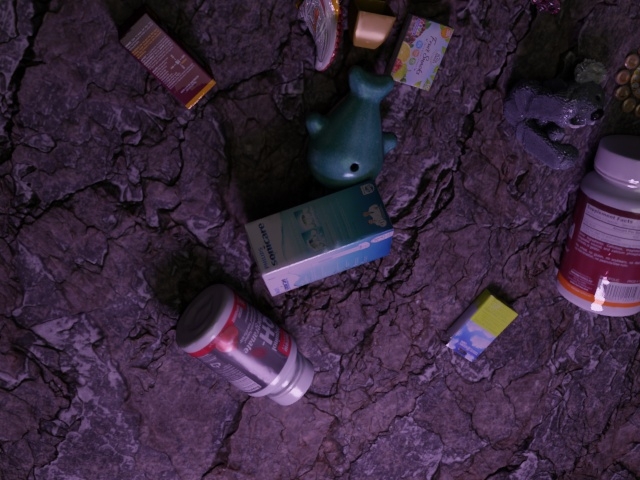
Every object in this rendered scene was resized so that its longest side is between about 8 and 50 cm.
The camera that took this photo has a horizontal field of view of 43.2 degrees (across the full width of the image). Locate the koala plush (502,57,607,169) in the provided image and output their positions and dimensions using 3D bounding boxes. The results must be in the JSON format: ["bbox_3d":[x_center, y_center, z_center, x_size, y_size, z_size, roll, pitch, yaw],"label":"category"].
[{"bbox_3d":[0.547,-0.301,1.803,0.221,0.203,0.196,-26,132,-23],"label":"koala plush"}]

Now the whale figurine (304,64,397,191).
[{"bbox_3d":[0.073,-0.227,1.721,0.216,0.141,0.272,14,115,-20],"label":"whale figurine"}]

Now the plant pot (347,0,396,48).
[{"bbox_3d":[0.097,-0.441,1.653,0.081,0.081,0.083,6,126,-17],"label":"plant pot"}]

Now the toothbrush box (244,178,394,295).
[{"bbox_3d":[0.000,0.000,1.774,0.295,0.126,0.216,-21,165,-2],"label":"toothbrush box"}]

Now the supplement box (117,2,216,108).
[{"bbox_3d":[-0.301,-0.361,1.581,0.081,0.104,0.188,-42,119,9],"label":"supplement box"}]

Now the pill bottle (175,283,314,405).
[{"bbox_3d":[-0.169,0.256,1.901,0.176,0.176,0.318,-44,119,11],"label":"pill bottle"}]

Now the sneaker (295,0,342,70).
[{"bbox_3d":[-0.002,-0.454,1.629,0.092,0.088,0.225,4,118,7],"label":"sneaker"}]

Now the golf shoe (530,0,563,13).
[{"bbox_3d":[0.443,-0.559,1.690,0.186,0.067,0.086,31,80,-26],"label":"golf shoe"}]

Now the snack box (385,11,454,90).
[{"bbox_3d":[0.210,-0.402,1.723,0.100,0.037,0.141,12,114,-21],"label":"snack box"}]

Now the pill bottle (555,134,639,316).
[{"bbox_3d":[0.714,-0.038,1.934,0.224,0.224,0.392,0,117,-14],"label":"pill bottle"}]

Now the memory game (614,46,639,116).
[{"bbox_3d":[0.772,-0.376,1.890,0.186,0.012,0.186,-6,119,-11],"label":"memory game"}]

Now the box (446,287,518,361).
[{"bbox_3d":[0.414,0.222,2.102,0.109,0.042,0.178,33,106,-26],"label":"box"}]
